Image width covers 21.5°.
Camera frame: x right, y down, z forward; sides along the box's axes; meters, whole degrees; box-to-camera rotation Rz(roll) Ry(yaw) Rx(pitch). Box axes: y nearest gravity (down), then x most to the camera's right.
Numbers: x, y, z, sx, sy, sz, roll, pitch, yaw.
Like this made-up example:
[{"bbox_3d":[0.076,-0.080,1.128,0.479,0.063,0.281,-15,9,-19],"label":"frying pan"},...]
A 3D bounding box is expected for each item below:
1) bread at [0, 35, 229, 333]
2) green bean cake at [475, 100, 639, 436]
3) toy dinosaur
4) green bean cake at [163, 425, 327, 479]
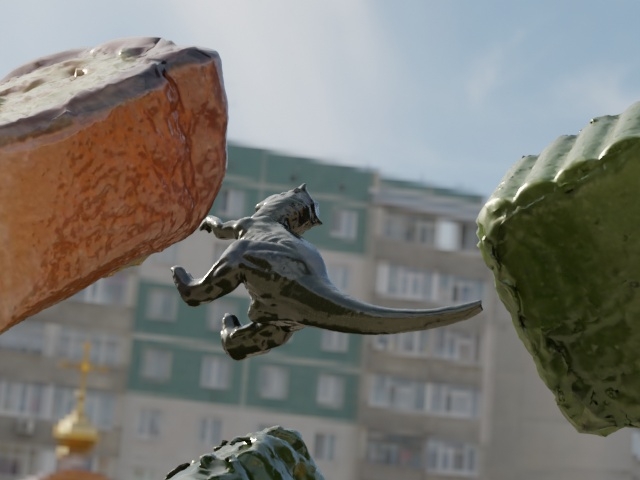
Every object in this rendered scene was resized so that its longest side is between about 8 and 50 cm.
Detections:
[{"bbox_3d":[-0.181,-0.019,0.905,0.244,0.123,0.190,-26,18,-39],"label":"bread"},{"bbox_3d":[0.233,0.018,1.199,0.200,0.214,0.113,-26,9,28],"label":"green bean cake"},{"bbox_3d":[0.000,0.000,1.094,0.179,0.187,0.087,-25,-52,17],"label":"toy dinosaur"},{"bbox_3d":[-0.127,0.290,1.072,0.319,0.218,0.335,-34,-6,21],"label":"green bean cake"}]
